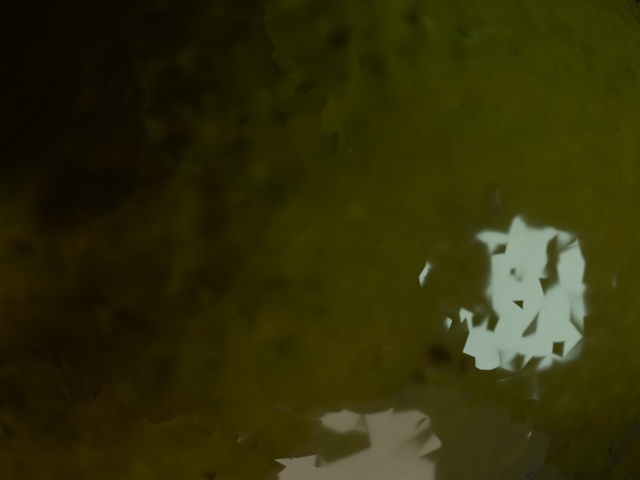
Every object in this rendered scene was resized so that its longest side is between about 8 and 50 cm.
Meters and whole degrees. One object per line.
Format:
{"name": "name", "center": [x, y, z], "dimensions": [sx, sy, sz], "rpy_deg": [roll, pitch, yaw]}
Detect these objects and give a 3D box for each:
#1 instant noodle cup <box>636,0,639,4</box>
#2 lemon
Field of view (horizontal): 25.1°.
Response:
{"name": "instant noodle cup", "center": [0.251, -0.069, 0.607], "dimensions": [0.182, 0.258, 0.302], "rpy_deg": [-34, 137, -3]}
{"name": "lemon", "center": [-0.002, 0.000, 0.470], "dimensions": [0.284, 0.260, 0.260], "rpy_deg": [1, 162, -26]}
